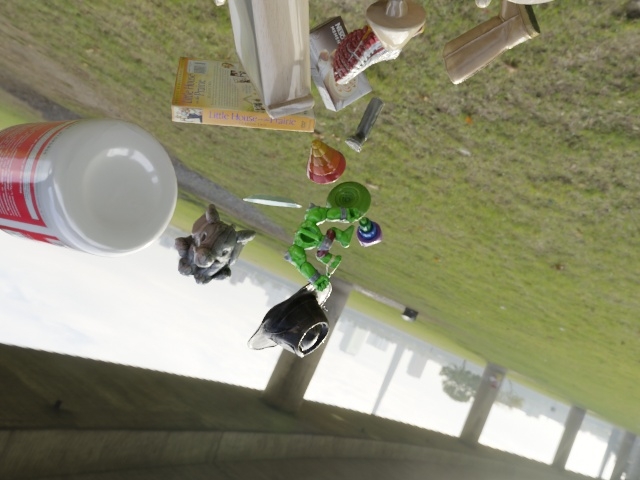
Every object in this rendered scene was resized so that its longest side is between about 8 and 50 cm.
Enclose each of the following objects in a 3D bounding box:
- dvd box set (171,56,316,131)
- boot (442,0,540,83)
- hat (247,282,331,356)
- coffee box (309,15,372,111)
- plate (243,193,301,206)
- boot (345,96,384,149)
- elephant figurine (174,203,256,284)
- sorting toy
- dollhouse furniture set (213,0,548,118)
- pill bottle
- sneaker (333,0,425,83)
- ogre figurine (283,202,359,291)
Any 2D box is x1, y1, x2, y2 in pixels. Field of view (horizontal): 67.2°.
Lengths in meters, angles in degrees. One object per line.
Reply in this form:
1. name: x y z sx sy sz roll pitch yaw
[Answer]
1. dvd box set: -0.239 -0.462 1.517 0.421 0.307 0.062 1 135 -13
2. boot: 0.480 -0.634 1.426 0.089 0.236 0.270 1 164 -44
3. hat: -0.058 0.268 1.462 0.134 0.331 0.331 48 -178 21
4. coffee box: 0.041 -0.554 1.517 0.246 0.141 0.098 61 173 -29
5. plate: -0.152 -0.129 1.539 0.188 0.024 0.188 7 -179 0
6. boot: 0.175 -0.444 1.831 0.076 0.208 0.189 33 -172 -2
7. elephant figurine: -0.234 0.004 1.111 0.170 0.185 0.239 -1 159 -29
8. sorting toy: 0.053 -0.148 1.299 0.365 0.127 0.126 61 -179 30
9. dollhouse furniture set: 0.087 -0.270 0.457 0.173 0.356 0.303 90 157 -53
10. pill bottle: -0.479 -0.103 0.888 0.408 0.228 0.229 8 165 34
11. sneaker: 0.112 -0.383 0.967 0.093 0.088 0.225 14 150 -41
12. ogre figurine: 0.000 0.000 1.064 0.118 0.197 0.097 27 -168 -13
